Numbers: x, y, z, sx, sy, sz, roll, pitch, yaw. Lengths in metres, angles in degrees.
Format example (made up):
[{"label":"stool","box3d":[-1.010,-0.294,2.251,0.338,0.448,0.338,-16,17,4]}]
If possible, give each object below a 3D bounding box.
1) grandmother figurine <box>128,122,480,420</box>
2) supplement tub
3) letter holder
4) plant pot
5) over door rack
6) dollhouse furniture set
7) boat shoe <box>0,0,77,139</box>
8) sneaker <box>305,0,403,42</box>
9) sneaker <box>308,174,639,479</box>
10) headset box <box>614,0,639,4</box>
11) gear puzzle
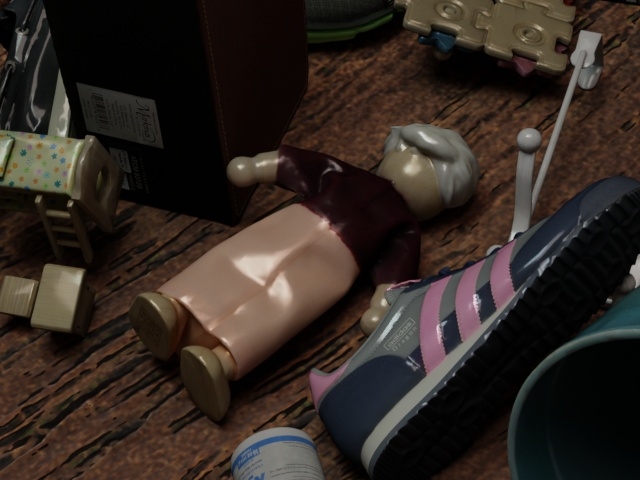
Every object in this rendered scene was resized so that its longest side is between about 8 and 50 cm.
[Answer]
[{"label":"grandmother figurine","box3d":[0.000,0.000,1.506,0.342,0.104,0.208,-33,80,-26]},{"label":"supplement tub","box3d":[-0.025,0.202,1.334,0.071,0.071,0.107,-13,47,-6]},{"label":"letter holder","box3d":[-0.119,-0.205,1.560,0.152,0.302,0.214,13,50,18]},{"label":"plant pot","box3d":[0.314,0.119,1.260,0.272,0.271,0.255,23,40,25]},{"label":"over door rack","box3d":[0.298,-0.065,1.521,0.240,0.108,0.324,13,50,17]},{"label":"dollhouse furniture set","box3d":[-0.283,-0.012,1.502,0.182,0.101,0.161,7,74,13]},{"label":"boat shoe","box3d":[-0.266,-0.192,1.682,0.113,0.127,0.340,-1,62,7]},{"label":"sneaker","box3d":[-0.107,-0.374,1.736,0.483,0.202,0.185,39,59,8]},{"label":"sneaker","box3d":[0.121,0.046,1.391,0.319,0.112,0.131,-42,51,-7]},{"label":"headset box","box3d":[0.320,-0.274,1.761,0.062,0.032,0.083,11,51,16]},{"label":"gear puzzle","box3d":[0.176,-0.275,1.756,0.175,0.044,0.339,17,44,1]}]
